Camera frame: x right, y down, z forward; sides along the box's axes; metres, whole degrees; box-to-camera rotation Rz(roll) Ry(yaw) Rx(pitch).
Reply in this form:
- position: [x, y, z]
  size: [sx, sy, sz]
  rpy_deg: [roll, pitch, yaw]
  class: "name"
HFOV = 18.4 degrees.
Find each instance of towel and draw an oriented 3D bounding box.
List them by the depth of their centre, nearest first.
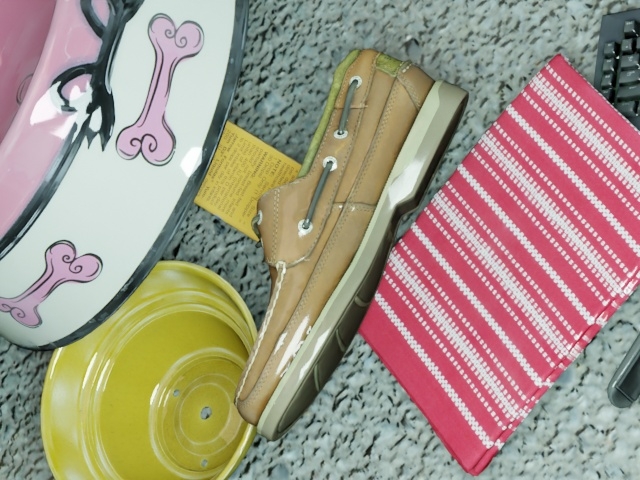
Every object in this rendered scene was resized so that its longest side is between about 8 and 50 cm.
- position: [0.147, 0.018, 1.481]
  size: [0.275, 0.031, 0.199]
  rpy_deg: [-51, 49, 15]
  class: "towel"

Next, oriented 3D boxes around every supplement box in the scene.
- position: [-0.072, -0.054, 1.645]
  size: [0.233, 0.078, 0.080]
  rpy_deg: [29, 91, 37]
  class: "supplement box"

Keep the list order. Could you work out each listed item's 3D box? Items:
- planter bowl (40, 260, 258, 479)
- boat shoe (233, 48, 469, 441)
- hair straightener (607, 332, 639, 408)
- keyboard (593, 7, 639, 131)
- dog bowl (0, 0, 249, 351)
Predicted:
- position: [-0.114, 0.131, 1.599]
  size: [0.217, 0.090, 0.217]
  rpy_deg: [-11, 68, 30]
  class: "planter bowl"
- position: [0.000, 0.000, 1.502]
  size: [0.104, 0.111, 0.307]
  rpy_deg: [26, 77, 8]
  class: "boat shoe"
- position: [0.260, 0.017, 1.423]
  size: [0.089, 0.047, 0.230]
  rpy_deg: [21, 85, 36]
  class: "hair straightener"
- position: [0.342, -0.171, 1.425]
  size: [0.317, 0.033, 0.201]
  rpy_deg: [-6, 60, 37]
  class: "keyboard"
- position: [-0.237, -0.122, 1.647]
  size: [0.408, 0.150, 0.408]
  rpy_deg: [-34, 44, 41]
  class: "dog bowl"
